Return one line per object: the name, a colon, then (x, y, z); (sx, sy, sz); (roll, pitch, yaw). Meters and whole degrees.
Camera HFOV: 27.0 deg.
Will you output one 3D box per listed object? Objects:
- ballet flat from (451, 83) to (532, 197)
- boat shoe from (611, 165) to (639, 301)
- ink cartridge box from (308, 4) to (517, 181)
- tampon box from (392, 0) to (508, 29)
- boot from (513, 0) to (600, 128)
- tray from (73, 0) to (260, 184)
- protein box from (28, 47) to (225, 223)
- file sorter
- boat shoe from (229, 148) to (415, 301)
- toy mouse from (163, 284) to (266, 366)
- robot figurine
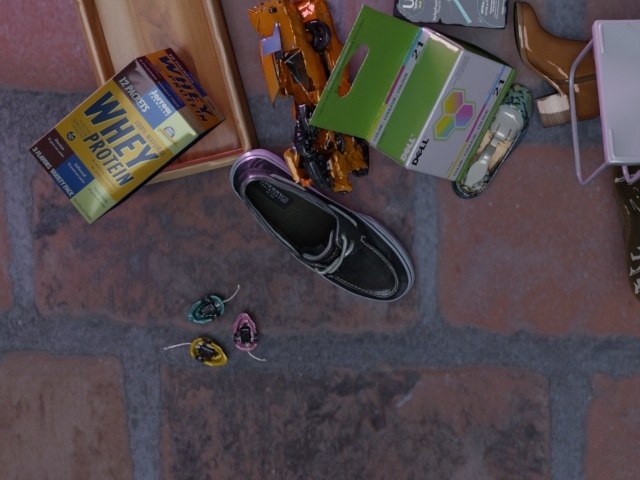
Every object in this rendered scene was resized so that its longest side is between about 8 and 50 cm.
ballet flat: (0.255, -0.140, 1.953); (0.070, 0.070, 0.188); (27, 104, 2)
boat shoe: (0.481, -0.053, 1.925); (0.109, 0.098, 0.302); (-4, 84, 15)
ink cartridge box: (0.130, -0.200, 1.861); (0.097, 0.255, 0.189); (38, 109, 39)
tampon box: (0.190, -0.367, 1.893); (0.161, 0.101, 0.120); (6, 102, 8)
boot: (0.365, -0.270, 1.910); (0.152, 0.073, 0.197); (-18, 107, 10)
tray: (-0.241, -0.301, 1.986); (0.202, 0.076, 0.411); (-13, 101, 10)
protein box: (-0.267, -0.152, 1.881); (0.201, 0.200, 0.136); (-38, 95, 13)
file sorter: (0.492, -0.178, 1.794); (0.277, 0.173, 0.193); (-2, 78, -5)
boat shoe: (0.000, 0.000, 1.963); (0.335, 0.119, 0.121); (34, 110, -16)
toy mouse: (-0.149, 0.129, 2.086); (0.161, 0.031, 0.143); (20, 104, 3)
robot figurine: (-0.010, -0.205, 1.917); (0.085, 0.211, 0.291); (-11, 95, 28)
